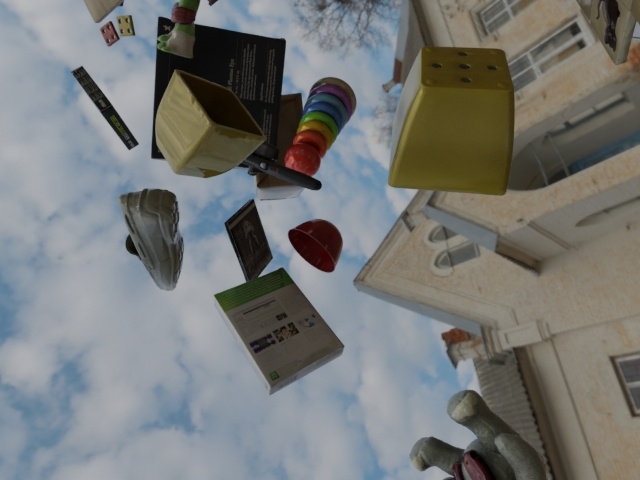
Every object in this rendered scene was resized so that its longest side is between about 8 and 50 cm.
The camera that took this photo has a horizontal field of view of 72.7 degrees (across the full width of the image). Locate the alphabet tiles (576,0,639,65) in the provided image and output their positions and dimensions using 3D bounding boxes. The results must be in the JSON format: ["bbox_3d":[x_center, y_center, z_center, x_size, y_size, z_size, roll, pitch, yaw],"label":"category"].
[{"bbox_3d":[0.180,-0.290,0.265,0.342,0.011,0.285,46,-148,-57],"label":"alphabet tiles"}]

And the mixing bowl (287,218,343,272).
[{"bbox_3d":[0.000,0.000,1.312,0.181,0.181,0.098,48,-114,-15],"label":"mixing bowl"}]

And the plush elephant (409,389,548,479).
[{"bbox_3d":[0.315,0.500,0.794,0.330,0.271,0.255,31,-139,7],"label":"plush elephant"}]

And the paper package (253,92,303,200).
[{"bbox_3d":[-0.149,-0.306,1.477,0.168,0.325,0.309,-5,-90,-8],"label":"paper package"}]

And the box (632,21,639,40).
[{"bbox_3d":[0.558,-0.336,0.585,0.290,0.169,0.087,-110,-5,-58],"label":"box"}]

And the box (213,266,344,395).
[{"bbox_3d":[-0.120,0.232,1.198,0.232,0.058,0.322,-20,-126,-29],"label":"box"}]

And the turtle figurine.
[{"bbox_3d":[-0.292,-0.511,0.828,0.198,0.266,0.275,37,-149,27],"label":"turtle figurine"}]

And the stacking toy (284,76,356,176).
[{"bbox_3d":[-0.010,-0.288,1.137,0.141,0.141,0.330,41,-133,-22],"label":"stacking toy"}]

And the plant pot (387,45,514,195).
[{"bbox_3d":[0.240,-0.227,0.786,0.187,0.212,0.212,86,-168,-49],"label":"plant pot"}]

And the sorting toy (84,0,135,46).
[{"bbox_3d":[-0.540,-0.632,1.091,0.046,0.132,0.274,-41,-69,-55],"label":"sorting toy"}]

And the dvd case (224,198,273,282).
[{"bbox_3d":[-0.217,0.005,1.346,0.164,0.018,0.221,-56,-42,-53],"label":"dvd case"}]

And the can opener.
[{"bbox_3d":[-0.084,-0.145,0.890,0.186,0.073,0.059,28,-161,13],"label":"can opener"}]

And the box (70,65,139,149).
[{"bbox_3d":[-0.634,-0.388,1.290,0.045,0.184,0.190,-37,-108,-11],"label":"box"}]

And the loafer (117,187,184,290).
[{"bbox_3d":[-0.366,0.005,0.956,0.112,0.319,0.112,5,-131,-8],"label":"loafer"}]

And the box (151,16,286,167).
[{"bbox_3d":[-0.273,-0.370,1.169,0.313,0.179,0.343,5,-82,-15],"label":"box"}]

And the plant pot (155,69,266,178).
[{"bbox_3d":[-0.125,-0.112,0.461,0.081,0.083,0.081,54,-153,19],"label":"plant pot"}]
